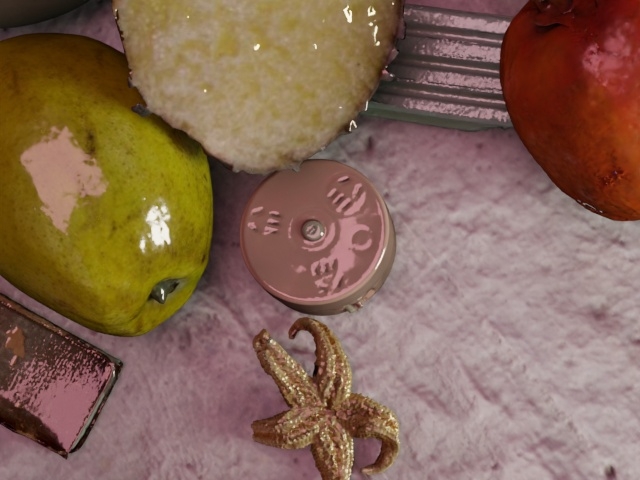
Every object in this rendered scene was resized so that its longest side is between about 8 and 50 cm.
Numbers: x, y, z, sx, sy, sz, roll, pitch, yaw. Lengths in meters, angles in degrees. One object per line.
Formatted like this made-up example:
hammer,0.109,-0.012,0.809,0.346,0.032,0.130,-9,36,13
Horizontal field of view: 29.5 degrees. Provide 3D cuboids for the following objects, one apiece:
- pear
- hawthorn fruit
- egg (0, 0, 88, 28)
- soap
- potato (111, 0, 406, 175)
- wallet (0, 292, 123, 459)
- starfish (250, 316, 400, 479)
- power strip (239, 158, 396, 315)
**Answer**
pear,-0.236,-0.058,1.190,0.253,0.253,0.307,-39,73,4
hawthorn fruit,0.253,-0.155,1.099,0.299,0.211,0.211,38,91,-26
egg,-0.330,-0.326,1.278,0.282,0.203,0.203,-4,80,7
soap,0.113,-0.176,1.232,0.198,0.063,0.115,11,85,13
potato,-0.080,-0.250,1.172,0.300,0.237,0.289,25,105,-28
wallet,-0.332,0.129,1.297,0.232,0.031,0.122,27,83,13
starfish,-0.001,0.177,1.207,0.150,0.053,0.210,-13,80,14
power strip,0.000,0.000,1.216,0.154,0.078,0.154,-2,76,10
